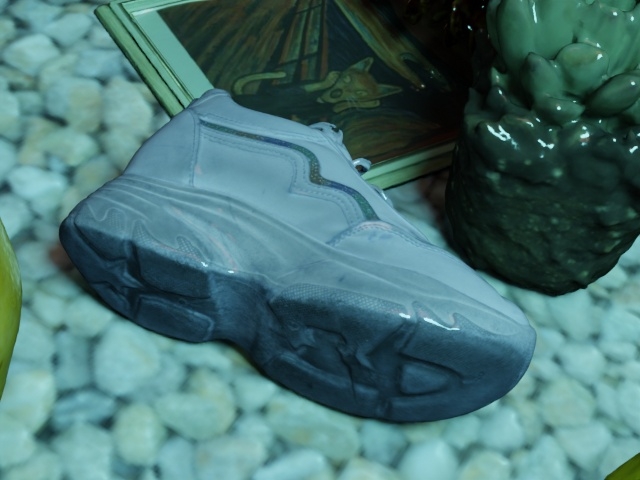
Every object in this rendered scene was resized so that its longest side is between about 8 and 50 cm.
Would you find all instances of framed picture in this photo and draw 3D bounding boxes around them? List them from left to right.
[{"bbox_3d":[0.020,-0.121,0.816,0.273,0.016,0.216,-21,57,-29],"label":"framed picture"}]

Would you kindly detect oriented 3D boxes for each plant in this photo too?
[{"bbox_3d":[0.141,-0.067,0.681,0.129,0.194,0.132,12,47,2],"label":"plant"}]

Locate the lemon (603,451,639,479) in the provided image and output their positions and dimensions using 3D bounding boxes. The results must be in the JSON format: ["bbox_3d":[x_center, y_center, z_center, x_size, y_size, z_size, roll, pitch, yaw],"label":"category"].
[{"bbox_3d":[0.192,0.206,0.369,0.348,0.348,0.348,7,48,-8],"label":"lemon"}]

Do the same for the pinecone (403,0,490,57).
[{"bbox_3d":[0.109,-0.195,0.793,0.165,0.163,0.163,12,46,15],"label":"pinecone"}]

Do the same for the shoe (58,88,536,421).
[{"bbox_3d":[0.000,0.000,0.647,0.245,0.095,0.137,19,56,11],"label":"shoe"}]

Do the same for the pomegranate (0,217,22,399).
[{"bbox_3d":[-0.277,0.028,0.436,0.333,0.332,0.332,7,48,-8],"label":"pomegranate"}]
